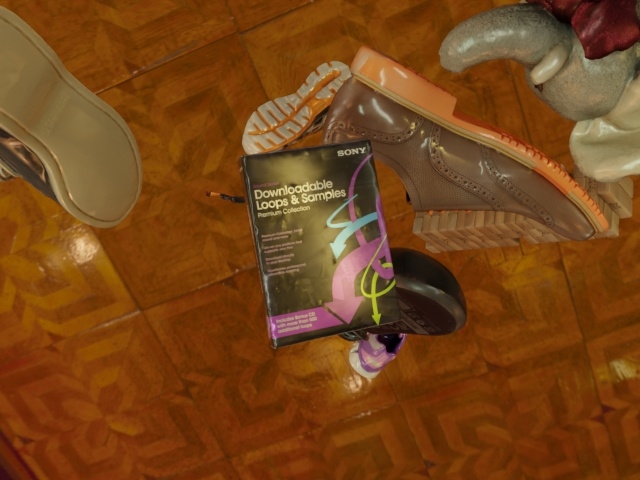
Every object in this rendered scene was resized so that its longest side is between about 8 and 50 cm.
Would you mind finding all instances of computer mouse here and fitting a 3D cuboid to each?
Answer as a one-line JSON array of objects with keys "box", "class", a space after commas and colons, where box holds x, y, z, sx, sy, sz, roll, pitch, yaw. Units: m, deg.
[{"box": [0.067, 0.055, 0.715, 0.188, 0.272, 0.072, 42, 62, -26], "class": "computer mouse"}]

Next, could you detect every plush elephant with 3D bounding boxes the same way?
[{"box": [0.217, -0.207, 0.473, 0.329, 0.272, 0.255, 6, 139, -16], "class": "plush elephant"}]

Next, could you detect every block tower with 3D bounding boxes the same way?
[{"box": [0.302, -0.048, 0.938, 0.335, 0.091, 0.097, -9, 151, 45], "class": "block tower"}]

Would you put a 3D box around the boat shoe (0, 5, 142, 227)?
[{"box": [-0.228, -0.088, 0.470, 0.079, 0.254, 0.095, 20, 76, 17], "class": "boat shoe"}]

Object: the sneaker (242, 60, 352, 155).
[{"box": [-0.030, -0.198, 0.956, 0.214, 0.083, 0.084, -36, 67, -7], "class": "sneaker"}]

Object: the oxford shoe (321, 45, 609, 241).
[{"box": [0.172, -0.082, 0.700, 0.363, 0.130, 0.133, 30, 106, -8], "class": "oxford shoe"}]

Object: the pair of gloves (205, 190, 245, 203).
[{"box": [-0.094, -0.049, 0.711, 0.074, 0.083, 0.010, 7, 94, -28], "class": "pair of gloves"}]

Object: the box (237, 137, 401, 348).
[{"box": [0.000, 0.000, 0.501, 0.115, 0.029, 0.162, -11, 89, -15], "class": "box"}]

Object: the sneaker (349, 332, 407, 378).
[{"box": [0.147, 0.183, 1.265, 0.095, 0.236, 0.104, 35, 138, -10], "class": "sneaker"}]
